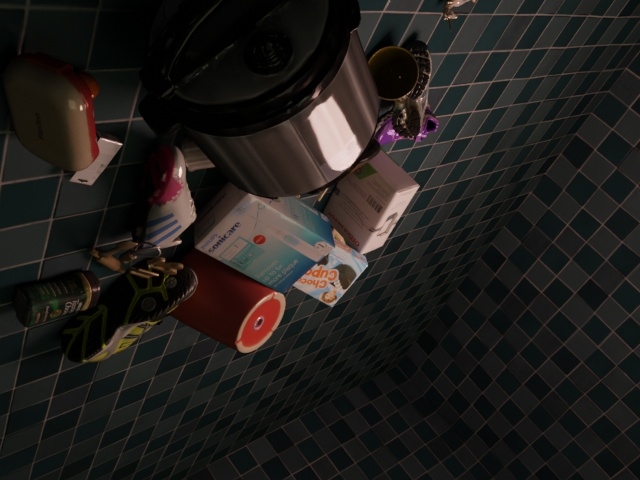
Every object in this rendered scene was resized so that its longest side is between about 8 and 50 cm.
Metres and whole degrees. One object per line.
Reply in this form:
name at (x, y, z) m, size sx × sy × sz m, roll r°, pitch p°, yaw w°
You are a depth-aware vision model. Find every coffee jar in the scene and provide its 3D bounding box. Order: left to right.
coffee jar at (-0.603, 0.131, 1.636) m, size 0.184 × 0.079 × 0.096 m, roll -17°, pitch 147°, yaw -44°

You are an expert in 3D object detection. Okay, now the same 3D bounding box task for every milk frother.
milk frother at (-0.228, -0.227, 1.579) m, size 0.135 × 0.129 × 0.143 m, roll -7°, pitch -171°, yaw 6°

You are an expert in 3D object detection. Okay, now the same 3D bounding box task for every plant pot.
plant pot at (-0.249, 0.166, 1.952) m, size 0.275 × 0.243 × 0.275 m, roll -41°, pitch 149°, yaw -30°
plant pot at (0.187, -0.428, 1.830) m, size 0.134 × 0.134 × 0.095 m, roll -46°, pitch 179°, yaw 11°

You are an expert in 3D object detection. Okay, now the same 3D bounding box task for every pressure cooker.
pressure cooker at (-0.098, -0.310, 1.257) m, size 0.420 × 0.376 × 0.369 m, roll 52°, pitch 45°, yaw -63°

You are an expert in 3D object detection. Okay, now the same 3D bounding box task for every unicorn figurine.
unicorn figurine at (0.366, -0.633, 1.824) m, size 0.111 × 0.060 × 0.161 m, roll -20°, pitch 133°, yaw -38°

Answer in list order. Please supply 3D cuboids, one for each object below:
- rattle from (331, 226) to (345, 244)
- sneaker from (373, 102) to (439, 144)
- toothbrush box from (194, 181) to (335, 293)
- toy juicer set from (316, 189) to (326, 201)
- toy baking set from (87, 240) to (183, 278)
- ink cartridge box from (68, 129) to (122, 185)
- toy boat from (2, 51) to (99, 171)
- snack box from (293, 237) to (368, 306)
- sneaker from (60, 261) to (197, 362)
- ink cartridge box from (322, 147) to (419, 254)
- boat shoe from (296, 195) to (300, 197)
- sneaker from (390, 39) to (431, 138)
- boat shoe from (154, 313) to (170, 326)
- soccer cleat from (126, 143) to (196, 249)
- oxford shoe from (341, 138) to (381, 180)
rattle at (0.000, 0.000, 2.380) m, size 0.199 × 0.143 × 0.130 m, roll 47°, pitch 59°, yaw -51°
sneaker at (0.261, -0.334, 2.108) m, size 0.236 × 0.104 × 0.095 m, roll -27°, pitch 154°, yaw -27°
toothbrush box at (-0.144, -0.023, 1.815) m, size 0.296 × 0.126 × 0.216 m, roll 33°, pitch 118°, yaw -32°
toy juicer set at (0.046, -0.288, 1.894) m, size 0.209 × 0.090 × 0.329 m, roll -50°, pitch 162°, yaw -41°
toy baking set at (-0.437, 0.037, 1.658) m, size 0.197 × 0.030 × 0.256 m, roll -4°, pitch 159°, yaw 16°
ink cartridge box at (-0.455, -0.165, 1.415) m, size 0.115 × 0.029 × 0.063 m, roll -47°, pitch 156°, yaw 16°
toy boat at (-0.439, -0.234, 1.223) m, size 0.231 × 0.151 × 0.151 m, roll 106°, pitch 11°, yaw -51°
snack box at (-0.039, 0.055, 2.144) m, size 0.322 × 0.060 × 0.187 m, roll 30°, pitch 112°, yaw -22°
sneaker at (-0.490, 0.183, 1.854) m, size 0.385 × 0.145 × 0.147 m, roll -31°, pitch 165°, yaw 1°
ink cartridge box at (0.149, -0.124, 2.179) m, size 0.115 × 0.198 × 0.272 m, roll -20°, pitch 150°, yaw -42°
boat shoe at (-0.101, -0.134, 1.896) m, size 0.122 × 0.110 × 0.341 m, roll -10°, pitch 141°, yaw -50°
sneaker at (0.251, -0.431, 1.962) m, size 0.122 × 0.110 × 0.283 m, roll -65°, pitch 165°, yaw -46°
boat shoe at (-0.465, 0.201, 1.978) m, size 0.183 × 0.066 × 0.066 m, roll -26°, pitch 151°, yaw -32°
soccer cleat at (-0.336, -0.097, 1.594) m, size 0.143 × 0.116 × 0.331 m, roll -3°, pitch 147°, yaw -31°
oxford shoe at (0.071, -0.226, 2.052) m, size 0.227 × 0.082 × 0.096 m, roll -28°, pitch 162°, yaw -9°
